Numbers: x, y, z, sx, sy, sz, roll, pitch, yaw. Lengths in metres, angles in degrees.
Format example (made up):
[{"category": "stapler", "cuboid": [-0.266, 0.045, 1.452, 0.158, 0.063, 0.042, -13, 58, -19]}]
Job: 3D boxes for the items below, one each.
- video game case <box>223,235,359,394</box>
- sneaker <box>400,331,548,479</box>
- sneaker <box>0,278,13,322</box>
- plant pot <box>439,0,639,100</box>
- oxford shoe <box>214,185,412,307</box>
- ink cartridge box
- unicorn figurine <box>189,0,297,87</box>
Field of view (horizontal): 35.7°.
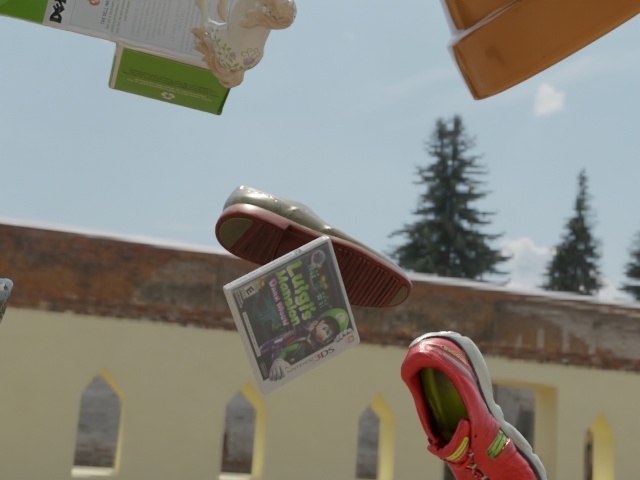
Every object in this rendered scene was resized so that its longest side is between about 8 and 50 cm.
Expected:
[{"category": "video game case", "cuboid": [-0.038, 0.111, 1.457, 0.173, 0.191, 0.022, -27, 29, -19]}, {"category": "sneaker", "cuboid": [0.169, 0.242, 1.147, 0.107, 0.279, 0.118, -33, -9, 28]}, {"category": "sneaker", "cuboid": [-0.386, 0.096, 1.045, 0.071, 0.188, 0.066, 25, -53, -10]}, {"category": "plant pot", "cuboid": [0.210, -0.290, 0.905, 0.290, 0.204, 0.291, -33, 6, 4]}, {"category": "oxford shoe", "cuboid": [0.000, 0.000, 1.658, 0.348, 0.130, 0.123, 26, -53, -13]}, {"category": "ink cartridge box", "cuboid": [-0.210, -0.267, 1.088, 0.255, 0.189, 0.097, 12, -24, -12]}, {"category": "unicorn figurine", "cuboid": [-0.051, -0.169, 0.700, 0.060, 0.111, 0.162, -14, -27, -16]}]
